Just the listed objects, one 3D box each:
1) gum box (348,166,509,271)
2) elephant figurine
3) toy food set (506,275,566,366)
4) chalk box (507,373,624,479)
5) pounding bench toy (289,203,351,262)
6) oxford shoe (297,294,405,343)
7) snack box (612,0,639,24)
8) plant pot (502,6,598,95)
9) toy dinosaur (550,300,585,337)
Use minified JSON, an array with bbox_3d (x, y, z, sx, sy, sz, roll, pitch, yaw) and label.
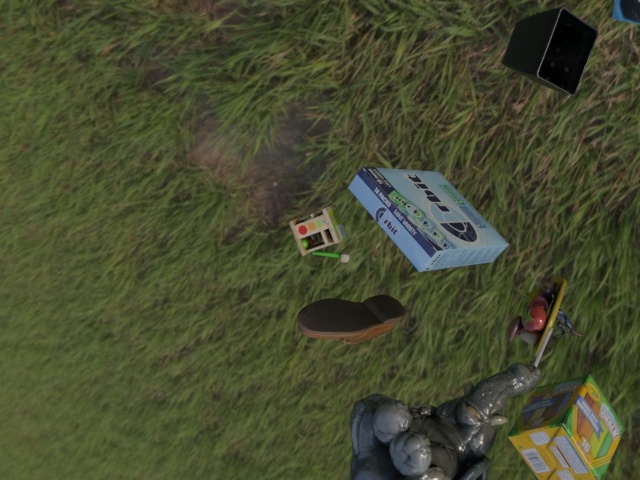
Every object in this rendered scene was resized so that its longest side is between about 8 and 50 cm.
[{"bbox_3d":[0.149,-0.032,0.827,0.157,0.184,0.041,53,124,27],"label":"gum box"},{"bbox_3d":[0.161,0.264,0.784,0.186,0.239,0.170,-25,72,48],"label":"elephant figurine"},{"bbox_3d":[0.400,0.144,1.150,0.071,0.218,0.128,22,126,19],"label":"toy food set"},{"bbox_3d":[0.490,0.358,1.197,0.132,0.213,0.132,55,137,0],"label":"chalk box"},{"bbox_3d":[0.000,0.000,0.872,0.065,0.052,0.083,-20,93,19],"label":"pounding bench toy"},{"bbox_3d":[0.045,0.139,0.978,0.076,0.212,0.076,54,128,37],"label":"oxford shoe"},{"bbox_3d":[0.809,-0.669,1.449,0.187,0.060,0.322,35,154,41],"label":"snack box"},{"bbox_3d":[0.635,-0.535,1.729,0.167,0.188,0.188,31,106,53],"label":"plant pot"},{"bbox_3d":[0.507,0.164,1.299,0.090,0.082,0.047,16,143,-28],"label":"toy dinosaur"}]
